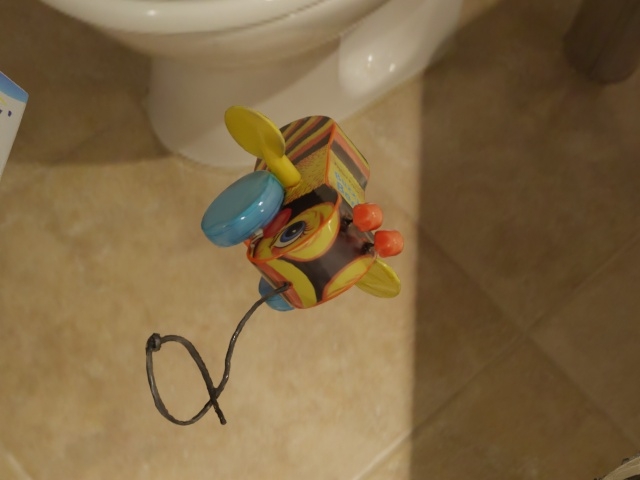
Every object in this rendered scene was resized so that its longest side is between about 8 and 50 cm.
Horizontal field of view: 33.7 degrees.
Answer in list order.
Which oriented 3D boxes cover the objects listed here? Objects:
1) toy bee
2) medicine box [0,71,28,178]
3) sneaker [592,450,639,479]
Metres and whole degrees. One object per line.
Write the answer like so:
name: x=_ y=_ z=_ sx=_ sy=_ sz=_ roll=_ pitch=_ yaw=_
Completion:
toy bee: x=0.000 y=0.000 z=0.802 sx=0.162 sy=0.195 sz=0.298 roll=-22 pitch=51 yaw=31
medicine box: x=-0.478 y=-0.124 z=1.114 sx=0.149 sy=0.263 sz=0.289 roll=-34 pitch=33 yaw=23
sneaker: x=0.192 y=0.148 z=0.423 sx=0.108 sy=0.272 sz=0.100 roll=-36 pitch=104 yaw=-36
